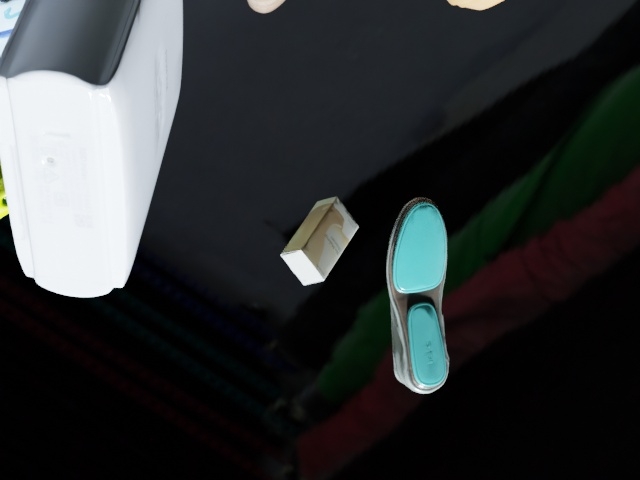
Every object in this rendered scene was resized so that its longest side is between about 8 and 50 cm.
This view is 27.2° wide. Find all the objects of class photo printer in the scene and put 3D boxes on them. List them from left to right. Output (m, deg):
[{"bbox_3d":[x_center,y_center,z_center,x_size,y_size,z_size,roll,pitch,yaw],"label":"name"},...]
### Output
[{"bbox_3d":[-0.189,-0.144,1.158,0.256,0.107,0.307,95,2,-46],"label":"photo printer"}]

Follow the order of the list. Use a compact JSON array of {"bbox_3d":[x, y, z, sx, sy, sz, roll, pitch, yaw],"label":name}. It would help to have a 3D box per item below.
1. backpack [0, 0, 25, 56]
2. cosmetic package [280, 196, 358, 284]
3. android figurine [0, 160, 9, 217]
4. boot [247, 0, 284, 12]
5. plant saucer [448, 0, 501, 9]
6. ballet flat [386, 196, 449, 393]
[{"bbox_3d":[-0.519,-0.338,1.697,0.290,0.355,0.273,-72,168,-54],"label":"backpack"},{"bbox_3d":[0.000,0.000,1.797,0.041,0.060,0.115,-14,-147,43],"label":"cosmetic package"},{"bbox_3d":[-0.415,-0.113,1.733,0.273,0.056,0.248,-33,-147,-8],"label":"android figurine"},{"bbox_3d":[-0.025,-0.365,1.512,0.197,0.073,0.152,-59,170,-18],"label":"boot"},{"bbox_3d":[0.218,-0.296,1.356,0.200,0.037,0.200,-35,-169,8],"label":"plant saucer"},{"bbox_3d":[0.098,0.059,1.437,0.068,0.072,0.213,-169,-105,-68],"label":"ballet flat"}]
